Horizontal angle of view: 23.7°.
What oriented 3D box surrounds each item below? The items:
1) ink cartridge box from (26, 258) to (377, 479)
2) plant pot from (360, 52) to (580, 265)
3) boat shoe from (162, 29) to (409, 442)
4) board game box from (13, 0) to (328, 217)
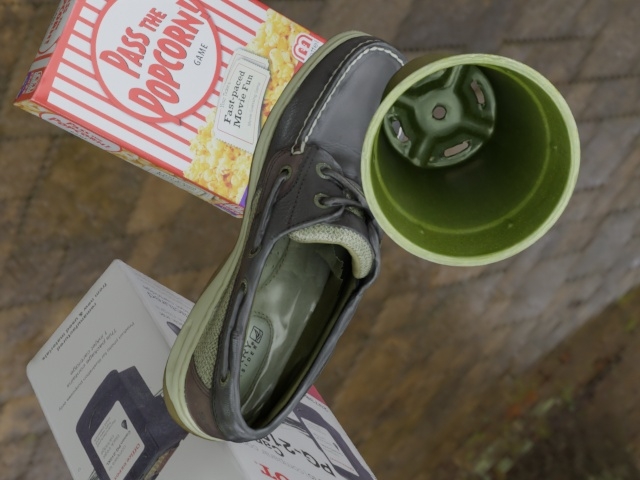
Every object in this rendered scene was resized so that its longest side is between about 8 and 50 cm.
[{"bbox_3d":[-0.053,0.138,0.891,0.172,0.237,0.100,34,101,-37],"label":"ink cartridge box"},{"bbox_3d":[0.053,-0.043,0.608,0.083,0.079,0.083,-2,111,-5],"label":"plant pot"},{"bbox_3d":[-0.001,0.000,0.756,0.080,0.073,0.223,32,78,-32],"label":"boat shoe"},{"bbox_3d":[-0.104,-0.122,1.112,0.194,0.045,0.146,26,78,-26],"label":"board game box"}]
